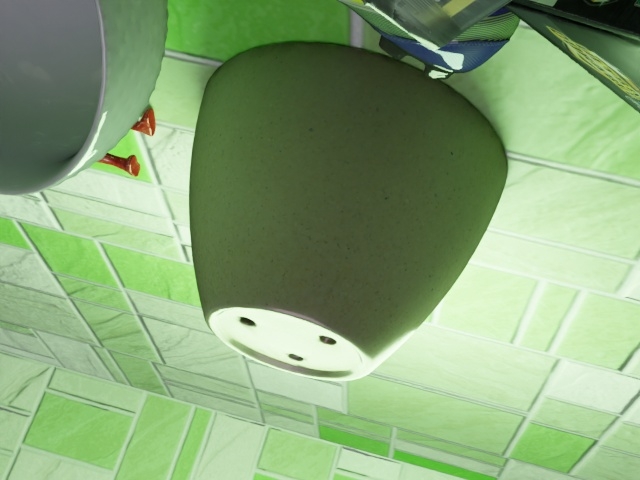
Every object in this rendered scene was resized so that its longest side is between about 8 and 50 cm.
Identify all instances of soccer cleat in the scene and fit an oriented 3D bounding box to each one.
[{"bbox_3d":[0.019,-0.219,0.663,0.289,0.093,0.121,23,145,-15],"label":"soccer cleat"}]

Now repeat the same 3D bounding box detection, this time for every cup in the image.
[{"bbox_3d":[0.000,0.000,0.933,0.331,0.236,0.331,15,155,7],"label":"cup"}]

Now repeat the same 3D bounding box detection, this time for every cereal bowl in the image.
[{"bbox_3d":[-0.246,-0.212,0.709,0.339,0.141,0.338,18,127,26],"label":"cereal bowl"}]

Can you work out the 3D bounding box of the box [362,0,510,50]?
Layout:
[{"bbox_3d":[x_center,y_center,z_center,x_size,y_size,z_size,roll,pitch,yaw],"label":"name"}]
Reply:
[{"bbox_3d":[0.054,-0.254,0.289,0.318,0.097,0.395,30,149,-23],"label":"box"}]

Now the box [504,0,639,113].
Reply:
[{"bbox_3d":[0.291,-0.078,0.578,0.296,0.073,0.293,29,-168,-29],"label":"box"}]

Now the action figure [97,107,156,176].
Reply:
[{"bbox_3d":[-0.328,-0.160,0.996,0.281,0.091,0.139,15,161,3],"label":"action figure"}]
